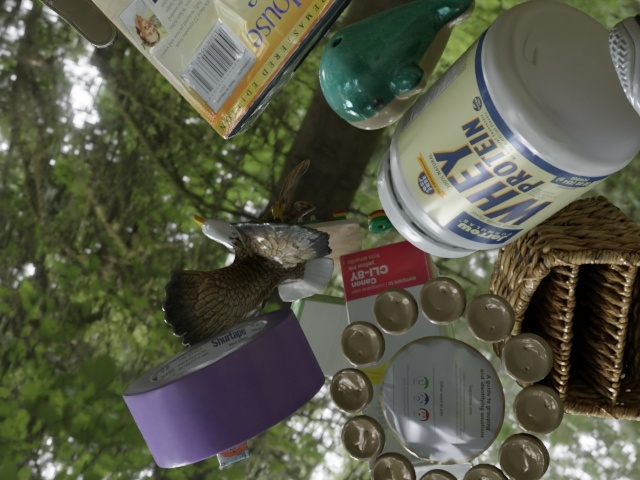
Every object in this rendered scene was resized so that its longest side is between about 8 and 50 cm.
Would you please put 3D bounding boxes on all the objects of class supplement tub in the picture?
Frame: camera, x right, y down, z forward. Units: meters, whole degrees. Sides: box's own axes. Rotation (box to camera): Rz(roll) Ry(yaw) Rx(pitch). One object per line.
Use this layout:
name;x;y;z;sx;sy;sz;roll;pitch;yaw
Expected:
supplement tub;0.236;-0.129;1.190;0.235;0.325;0.235;12;-119;-22

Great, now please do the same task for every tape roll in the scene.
tape roll;-0.096;0.144;0.910;0.080;0.189;0.189;65;-155;-4

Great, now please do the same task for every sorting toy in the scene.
sorting toy;0.000;0.000;1.710;0.275;0.132;0.046;-8;-128;1

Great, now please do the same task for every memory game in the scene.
memory game;0.092;0.119;0.691;0.186;0.186;0.012;35;-164;20

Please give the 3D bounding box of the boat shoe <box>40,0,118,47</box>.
boat shoe;-0.407;-0.395;1.475;0.206;0.075;0.065;48;-176;-5

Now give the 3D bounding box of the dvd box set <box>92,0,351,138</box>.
dvd box set;-0.153;-0.366;1.011;0.420;0.307;0.062;46;-148;5

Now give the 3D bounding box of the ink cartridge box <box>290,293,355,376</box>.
ink cartridge box;0.040;0.209;1.937;0.235;0.171;0.056;10;-163;-20

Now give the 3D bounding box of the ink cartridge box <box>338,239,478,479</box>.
ink cartridge box;0.159;0.231;1.578;0.279;0.160;0.384;58;-159;-61

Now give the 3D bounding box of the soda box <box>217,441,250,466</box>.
soda box;-0.168;0.307;1.558;0.058;0.183;0.063;-19;-137;-11

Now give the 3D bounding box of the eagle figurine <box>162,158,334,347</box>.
eagle figurine;-0.095;0.027;1.331;0.225;0.226;0.298;-1;-158;2

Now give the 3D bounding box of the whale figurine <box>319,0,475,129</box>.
whale figurine;0.107;-0.301;1.389;0.141;0.272;0.216;32;-153;-31

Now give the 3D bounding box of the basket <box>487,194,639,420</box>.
basket;0.383;0.120;1.335;0.213;0.299;0.223;-14;-146;-16

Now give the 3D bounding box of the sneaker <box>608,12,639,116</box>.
sneaker;0.474;-0.111;0.946;0.366;0.210;0.137;60;-149;-3
